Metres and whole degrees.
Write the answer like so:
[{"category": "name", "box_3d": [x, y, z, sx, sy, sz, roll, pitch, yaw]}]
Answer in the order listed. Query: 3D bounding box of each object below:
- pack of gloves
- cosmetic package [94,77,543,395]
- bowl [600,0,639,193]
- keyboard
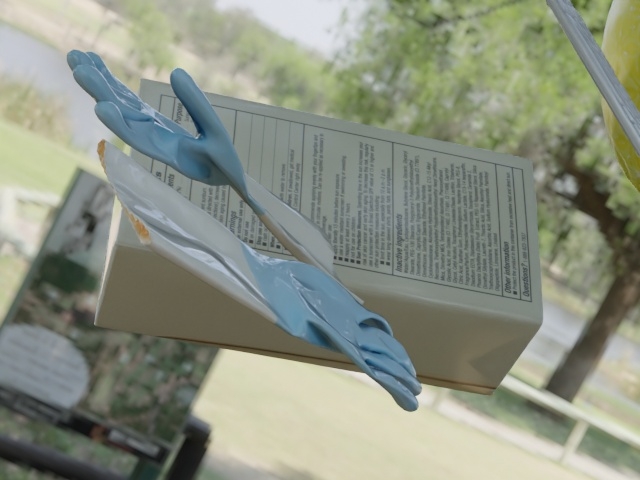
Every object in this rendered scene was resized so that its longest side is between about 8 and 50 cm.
[{"category": "pack of gloves", "box_3d": [-0.027, -0.016, 0.766, 0.232, 0.046, 0.195, 36, 13, -41]}, {"category": "cosmetic package", "box_3d": [0.000, 0.000, 1.091, 0.309, 0.113, 0.160, 11, 52, -10]}, {"category": "bowl", "box_3d": [0.303, -0.151, 0.912, 0.289, 0.289, 0.156, 31, -17, 39]}, {"category": "keyboard", "box_3d": [0.164, -0.046, 0.735, 0.256, 0.014, 0.072, 64, 13, 25]}]
